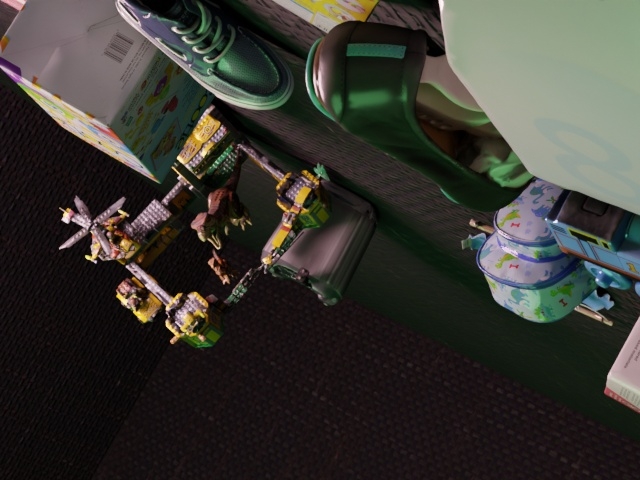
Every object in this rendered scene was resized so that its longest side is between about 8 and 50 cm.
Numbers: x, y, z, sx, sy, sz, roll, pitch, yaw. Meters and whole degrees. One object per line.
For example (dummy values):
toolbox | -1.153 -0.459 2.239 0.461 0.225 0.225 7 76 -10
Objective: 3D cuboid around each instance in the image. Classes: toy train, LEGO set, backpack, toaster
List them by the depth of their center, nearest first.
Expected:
toy train | 0.263 0.007 0.986 0.184 0.080 0.105 25 167 38
backpack | 0.193 0.005 1.116 0.105 0.114 0.084 25 153 48
LEGO set | -0.161 -0.035 1.698 0.255 0.331 0.192 49 -179 24
toaster | 0.000 0.000 1.852 0.129 0.146 0.227 28 175 7

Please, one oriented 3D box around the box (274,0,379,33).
box | -0.005 -0.183 0.830 0.105 0.043 0.179 30 176 -4

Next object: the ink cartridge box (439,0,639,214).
ink cartridge box | 0.175 -0.086 0.544 0.308 0.091 0.385 26 174 34

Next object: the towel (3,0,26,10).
towel | -0.379 -0.329 1.453 0.237 0.037 0.329 30 173 22

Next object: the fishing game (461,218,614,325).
fishing game | 0.253 0.045 1.539 0.189 0.041 0.264 24 172 22

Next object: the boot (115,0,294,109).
boot | -0.109 -0.184 1.179 0.190 0.069 0.086 31 177 1

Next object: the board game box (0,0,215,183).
board game box | -0.218 -0.179 1.389 0.142 0.144 0.275 30 173 8

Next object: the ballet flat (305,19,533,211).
ballet flat | 0.102 -0.078 0.894 0.096 0.095 0.280 -4 169 35

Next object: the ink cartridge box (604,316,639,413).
ink cartridge box | 0.443 0.178 1.439 0.237 0.100 0.172 29 174 16
